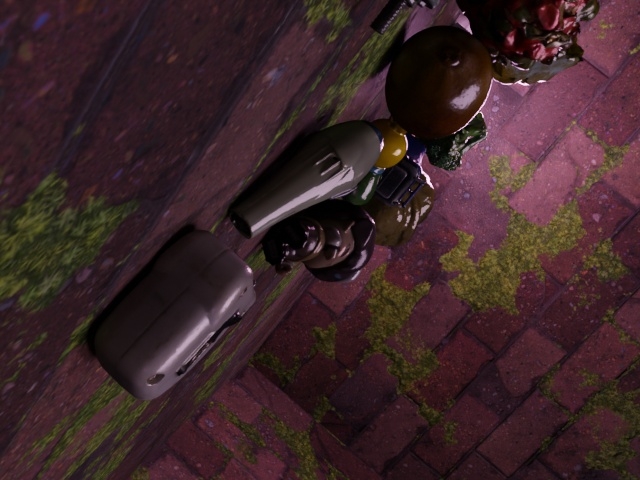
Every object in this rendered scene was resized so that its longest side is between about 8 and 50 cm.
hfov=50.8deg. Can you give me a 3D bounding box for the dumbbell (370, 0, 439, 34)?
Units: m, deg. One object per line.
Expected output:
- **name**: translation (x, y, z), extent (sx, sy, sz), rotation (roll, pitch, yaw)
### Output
- **dumbbell**: translation (0.148, -0.359, 0.821), extent (0.254, 0.081, 0.081), rotation (-51, 175, 11)

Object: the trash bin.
- **trash bin**: translation (0.220, -0.219, 1.950), extent (0.162, 0.184, 0.234), rotation (-52, 180, 32)

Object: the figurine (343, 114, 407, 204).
- **figurine**: translation (0.128, -0.207, 1.587), extent (0.185, 0.127, 0.234), rotation (-69, -178, -67)

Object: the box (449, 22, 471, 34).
- **box**: translation (0.292, -0.444, 1.607), extent (0.129, 0.051, 0.130), rotation (-54, 174, 34)

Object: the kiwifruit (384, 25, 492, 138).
- **kiwifruit**: translation (0.219, -0.297, 1.260), extent (0.196, 0.196, 0.234), rotation (-50, 171, -7)

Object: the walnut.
- **walnut**: translation (0.236, -0.119, 2.282), extent (0.277, 0.282, 0.253), rotation (130, -37, -52)

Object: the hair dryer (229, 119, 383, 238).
- **hair dryer**: translation (-0.057, -0.072, 1.142), extent (0.298, 0.119, 0.296), rotation (-38, 178, 43)

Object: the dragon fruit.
- **dragon fruit**: translation (0.373, -0.447, 1.236), extent (0.231, 0.237, 0.303), rotation (-41, -158, 13)

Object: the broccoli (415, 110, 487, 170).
- **broccoli**: translation (0.435, -0.376, 2.239), extent (0.245, 0.294, 0.265), rotation (-15, -155, -6)

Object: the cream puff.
- **cream puff**: translation (0.533, -0.576, 1.787), extent (0.274, 0.270, 0.323), rotation (-18, 154, 26)

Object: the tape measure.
- **tape measure**: translation (-0.195, 0.109, 0.975), extent (0.265, 0.130, 0.258), rotation (-49, 177, -13)

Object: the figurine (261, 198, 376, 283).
- **figurine**: translation (0.013, 0.013, 1.598), extent (0.218, 0.206, 0.365), rotation (-51, 175, 18)
